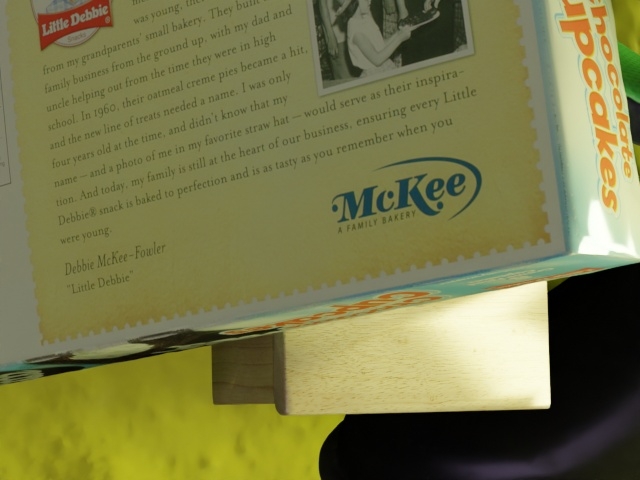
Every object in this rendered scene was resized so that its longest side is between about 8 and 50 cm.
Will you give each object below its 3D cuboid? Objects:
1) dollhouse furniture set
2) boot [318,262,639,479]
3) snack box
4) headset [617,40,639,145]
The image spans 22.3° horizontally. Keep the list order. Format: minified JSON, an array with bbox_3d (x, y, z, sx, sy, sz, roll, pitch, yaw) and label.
[{"bbox_3d":[0.000,0.000,0.686,0.123,0.151,0.144,2,84,-31],"label":"dollhouse furniture set"},{"bbox_3d":[0.150,-0.016,0.705,0.348,0.131,0.260,-16,119,-10],"label":"boot"},{"bbox_3d":[-0.052,-0.056,0.584,0.322,0.060,0.187,-12,80,34],"label":"snack box"},{"bbox_3d":[0.214,-0.150,0.505,0.394,0.185,0.243,-12,107,23],"label":"headset"}]
